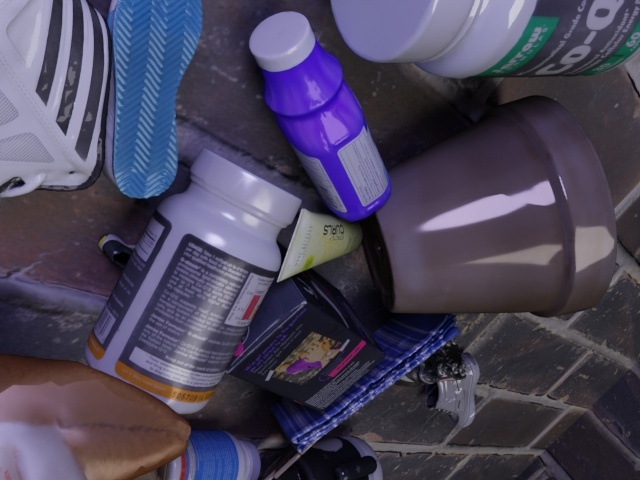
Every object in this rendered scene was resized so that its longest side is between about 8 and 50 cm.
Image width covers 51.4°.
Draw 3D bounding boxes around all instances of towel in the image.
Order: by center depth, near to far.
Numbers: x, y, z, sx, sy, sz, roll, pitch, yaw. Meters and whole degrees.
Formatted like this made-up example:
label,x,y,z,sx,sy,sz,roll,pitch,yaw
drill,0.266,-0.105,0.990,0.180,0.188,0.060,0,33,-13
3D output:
label,x,y,z,sx,sy,sz,roll,pitch,yaw
towel,0.066,0.220,1.155,0.336,0.040,0.243,-34,-173,-11

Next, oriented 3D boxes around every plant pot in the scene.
label,x,y,z,sx,sy,sz,roll,pitch,yaw
plant pot,0.210,-0.020,0.966,0.280,0.323,0.323,-15,139,-6

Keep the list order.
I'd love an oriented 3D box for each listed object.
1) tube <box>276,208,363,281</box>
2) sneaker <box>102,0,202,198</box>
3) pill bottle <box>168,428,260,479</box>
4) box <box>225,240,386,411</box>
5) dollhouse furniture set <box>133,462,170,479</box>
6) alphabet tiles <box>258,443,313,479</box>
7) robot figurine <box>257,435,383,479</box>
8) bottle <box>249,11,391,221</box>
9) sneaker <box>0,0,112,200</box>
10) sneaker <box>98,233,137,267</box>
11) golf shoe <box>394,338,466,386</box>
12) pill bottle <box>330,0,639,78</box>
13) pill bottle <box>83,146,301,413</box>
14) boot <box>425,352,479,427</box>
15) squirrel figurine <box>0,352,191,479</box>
label,x,y,z,sx,sy,sz,roll,pitch,yaw
tube,0.000,0.000,0.883,0.062,0.070,0.240,-21,177,18
sneaker,-0.177,-0.161,0.635,0.087,0.092,0.229,3,107,-40
pill bottle,-0.207,0.385,1.133,0.124,0.124,0.221,-51,142,15
box,-0.046,0.121,0.965,0.143,0.165,0.270,-41,143,5
dollhouse furniture set,-0.321,0.293,0.973,0.183,0.129,0.129,-3,137,1
alphabet tiles,0.013,0.335,1.240,0.342,0.011,0.285,-42,173,-4
robot figurine,0.004,0.511,1.412,0.278,0.209,0.173,-1,103,-39
bottle,0.002,-0.138,0.782,0.092,0.118,0.283,-35,142,-2
sneaker,-0.336,-0.040,0.545,0.447,0.169,0.257,-48,141,7
sneaker,-0.233,0.022,0.810,0.031,0.035,0.083,-47,143,11
golf shoe,0.226,0.259,1.421,0.120,0.105,0.273,-23,161,28
pill bottle,0.201,-0.283,0.732,0.361,0.204,0.204,-11,134,-33
pill bottle,-0.143,0.045,0.775,0.162,0.162,0.278,26,94,-51
boot,0.306,0.381,1.616,0.123,0.095,0.258,-19,130,-17
squirrel figurine,-0.404,0.243,0.712,0.370,0.397,0.281,-31,-154,55
